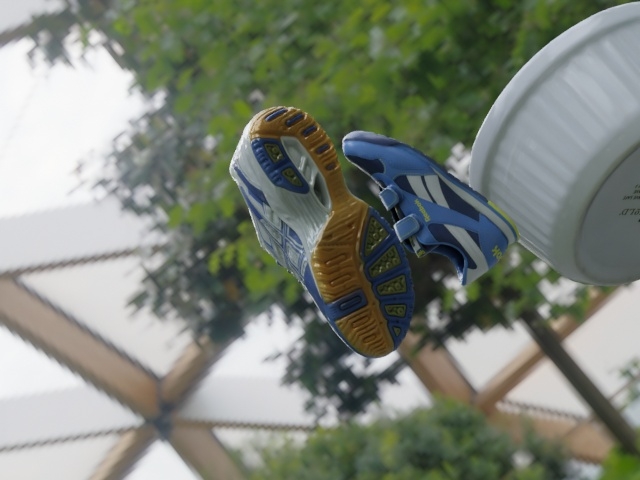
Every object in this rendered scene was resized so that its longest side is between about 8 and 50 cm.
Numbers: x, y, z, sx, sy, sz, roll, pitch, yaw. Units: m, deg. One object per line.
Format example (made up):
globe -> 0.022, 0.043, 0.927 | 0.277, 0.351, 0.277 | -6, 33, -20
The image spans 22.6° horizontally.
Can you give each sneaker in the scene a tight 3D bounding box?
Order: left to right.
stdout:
sneaker -> 0.000, 0.000, 1.748 | 0.112, 0.296, 0.131 | -20, -12, -29
sneaker -> 0.070, -0.025, 1.138 | 0.059, 0.144, 0.053 | -54, -1, -7

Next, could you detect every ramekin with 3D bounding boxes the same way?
ramekin -> 0.285, -0.077, 1.487 | 0.273, 0.127, 0.273 | -22, -40, -20
